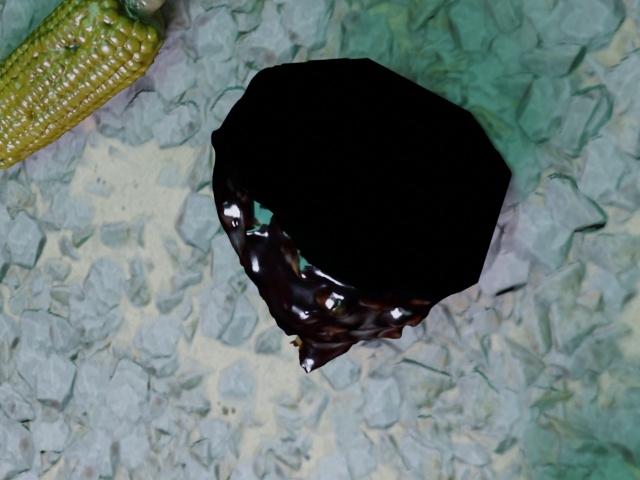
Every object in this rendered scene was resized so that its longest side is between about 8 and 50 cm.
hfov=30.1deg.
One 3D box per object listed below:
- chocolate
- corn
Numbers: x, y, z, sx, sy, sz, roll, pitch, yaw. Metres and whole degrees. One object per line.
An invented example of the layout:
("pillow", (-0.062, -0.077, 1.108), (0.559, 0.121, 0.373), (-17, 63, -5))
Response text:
("chocolate", (0.000, 0.000, 0.889), (0.206, 0.224, 0.177), (28, 135, -3))
("corn", (-0.233, -0.152, 1.076), (0.262, 0.097, 0.097), (-34, 70, 26))
